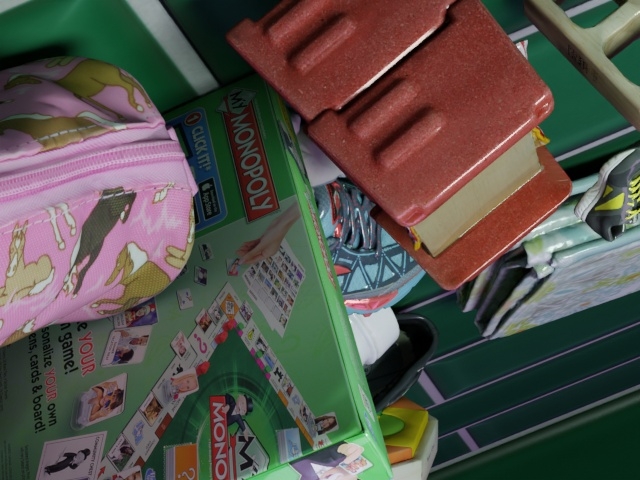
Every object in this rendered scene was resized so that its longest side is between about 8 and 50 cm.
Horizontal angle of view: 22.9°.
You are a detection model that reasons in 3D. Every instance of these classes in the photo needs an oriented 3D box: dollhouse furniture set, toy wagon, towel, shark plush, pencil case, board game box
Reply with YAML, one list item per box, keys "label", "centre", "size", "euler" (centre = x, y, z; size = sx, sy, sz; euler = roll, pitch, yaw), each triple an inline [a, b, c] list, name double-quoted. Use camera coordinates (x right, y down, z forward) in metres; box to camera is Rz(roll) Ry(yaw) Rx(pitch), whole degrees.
- label: "dollhouse furniture set"
  centre: [0.154, -0.152, 0.925]
  size: [0.374, 0.152, 0.201]
  euler: [-39, 162, 0]
- label: "toy wagon"
  centre: [-0.051, 0.221, 1.729]
  size: [0.345, 0.068, 0.267]
  euler: [5, -162, 12]
- label: "towel"
  centre: [0.333, -0.021, 1.598]
  size: [0.375, 0.090, 0.320]
  euler: [-18, 166, -11]
- label: "shark plush"
  centre: [-0.014, -0.068, 1.129]
  size: [0.067, 0.073, 0.161]
  euler: [-10, -164, 42]
- label: "pencil case"
  centre: [-0.204, 0.003, 0.733]
  size: [0.386, 0.167, 0.160]
  euler: [-27, 137, -66]
- label: "board game box"
  centre: [-0.095, 0.046, 0.915]
  size: [0.214, 0.317, 0.046]
  euler: [-23, 132, 7]

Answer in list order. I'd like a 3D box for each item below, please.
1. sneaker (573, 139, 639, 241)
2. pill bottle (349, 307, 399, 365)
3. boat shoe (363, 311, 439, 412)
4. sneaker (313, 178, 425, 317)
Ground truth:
- label: "sneaker"
  centre: [0.189, -0.031, 0.975]
  size: [0.031, 0.035, 0.083]
  euler: [-30, 160, -30]
- label: "pill bottle"
  centre: [-0.087, 0.146, 1.309]
  size: [0.323, 0.181, 0.181]
  euler: [-43, 170, -17]
- label: "boat shoe"
  centre: [0.000, 0.142, 1.626]
  size: [0.340, 0.127, 0.113]
  euler: [-7, 157, -44]
- label: "sneaker"
  centre: [0.000, 0.000, 1.220]
  size: [0.262, 0.104, 0.125]
  euler: [-13, 159, -29]
